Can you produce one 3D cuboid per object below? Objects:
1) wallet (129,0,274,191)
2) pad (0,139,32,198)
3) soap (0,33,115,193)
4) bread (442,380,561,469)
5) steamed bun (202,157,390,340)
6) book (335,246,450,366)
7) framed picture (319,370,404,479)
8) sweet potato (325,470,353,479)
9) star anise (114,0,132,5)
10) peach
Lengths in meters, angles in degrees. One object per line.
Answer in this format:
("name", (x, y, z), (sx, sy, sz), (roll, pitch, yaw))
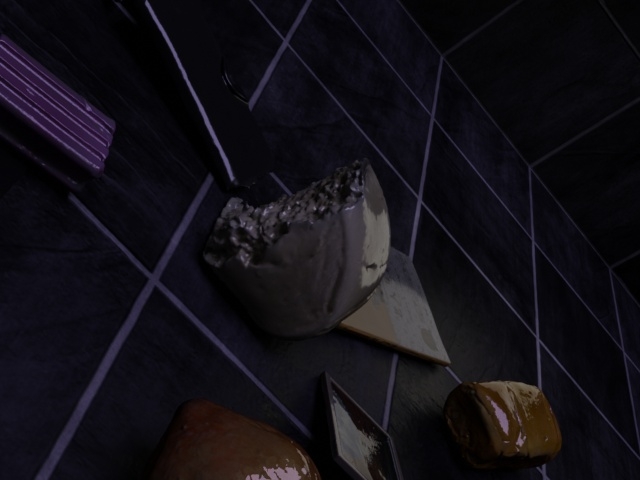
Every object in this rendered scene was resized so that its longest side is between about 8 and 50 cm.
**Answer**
("wallet", (-0.196, -0.267, 1.740), (0.377, 0.051, 0.197), (65, 27, -4))
("pad", (-0.442, -0.134, 1.252), (0.159, 0.009, 0.265), (48, 29, -17))
("soap", (-0.375, -0.166, 1.312), (0.203, 0.065, 0.122), (41, 33, -29))
("bread", (0.360, 0.359, 1.936), (0.294, 0.132, 0.166), (21, 50, -53))
("steamed bun", (0.000, 0.000, 1.569), (0.273, 0.272, 0.290), (55, 30, -5))
("book", (0.109, 0.094, 1.912), (0.389, 0.032, 0.268), (24, 40, -49))
("framed picture", (0.069, 0.322, 1.530), (0.184, 0.016, 0.250), (47, 11, -18))
("sweet potato", (0.028, 0.369, 1.444), (0.195, 0.056, 0.056), (-2, 62, -55))
("star anise", (-0.354, -0.475, 1.723), (0.195, 0.065, 0.182), (34, 35, -59))
("peach", (-0.106, 0.284, 1.135), (0.232, 0.233, 0.232), (41, 30, -30))
